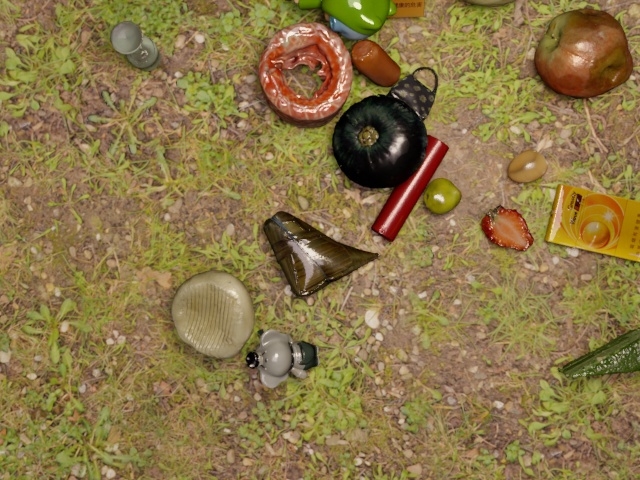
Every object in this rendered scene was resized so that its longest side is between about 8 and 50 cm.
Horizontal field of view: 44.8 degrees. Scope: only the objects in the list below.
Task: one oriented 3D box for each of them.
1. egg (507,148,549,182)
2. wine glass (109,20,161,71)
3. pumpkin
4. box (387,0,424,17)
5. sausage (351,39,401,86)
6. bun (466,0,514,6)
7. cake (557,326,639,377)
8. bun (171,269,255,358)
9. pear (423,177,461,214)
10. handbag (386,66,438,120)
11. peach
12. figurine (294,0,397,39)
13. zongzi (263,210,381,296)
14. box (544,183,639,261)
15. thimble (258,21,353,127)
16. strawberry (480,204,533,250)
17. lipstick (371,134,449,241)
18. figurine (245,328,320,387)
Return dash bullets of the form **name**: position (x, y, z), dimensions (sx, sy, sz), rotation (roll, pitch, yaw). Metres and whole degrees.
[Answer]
- **egg**: position (0.515, -0.182, 1.936), dimensions (0.096, 0.080, 0.080), rotation (-32, 92, -4)
- **wine glass**: position (-0.435, -0.458, 1.849), dimensions (0.079, 0.195, 0.079), rotation (0, 89, 1)
- **pumpkin**: position (0.141, -0.235, 1.869), dimensions (0.233, 0.163, 0.232), rotation (0, 89, 23)
- **box**: position (0.163, -0.656, 1.820), dimensions (0.174, 0.274, 0.076), rotation (-1, 51, 3)
- **sausage**: position (0.136, -0.422, 1.870), dimensions (0.076, 0.198, 0.076), rotation (-4, 80, 26)
- **bun**: position (0.407, -0.744, 1.848), dimensions (0.361, 0.213, 0.360), rotation (-3, 102, -14)
- **cake**: position (0.730, 0.316, 1.948), dimensions (0.235, 0.100, 0.099), rotation (-26, 92, 0)
- **bun**: position (-0.253, 0.172, 1.908), dimensions (0.231, 0.133, 0.230), rotation (6, 107, 19)
- **pear**: position (0.304, -0.107, 1.936), dimensions (0.097, 0.092, 0.092), rotation (9, 92, -18)
- **handbag**: position (0.244, -0.373, 1.937), dimensions (0.115, 0.072, 0.139), rotation (38, 77, -4)
- **peach**: position (0.646, -0.447, 1.868), dimensions (0.236, 0.214, 0.214), rotation (11, 92, -21)
- **figurine**: position (0.040, -0.555, 1.788), dimensions (0.263, 0.162, 0.143), rotation (27, 133, 15)
- **zongzi**: position (0.000, 0.000, 1.923), dimensions (0.242, 0.112, 0.220), rotation (-27, 92, -8)
- **box**: position (0.715, -0.041, 1.962), dimensions (0.270, 0.043, 0.152), rotation (13, 91, -2)
- **thimble**: position (-0.034, -0.398, 1.876), dimensions (0.239, 0.162, 0.239), rotation (0, 93, -2)
- **strawberry**: position (0.469, -0.027, 1.960), dimensions (0.152, 0.048, 0.104), rotation (42, 84, -16)
- **lipstick**: position (0.222, -0.129, 1.938), dimensions (0.073, 0.073, 0.279), rotation (31, 91, -2)
- **figurine**: position (-0.096, 0.288, 1.916), dimensions (0.193, 0.126, 0.147), rotation (3, 80, -33)
